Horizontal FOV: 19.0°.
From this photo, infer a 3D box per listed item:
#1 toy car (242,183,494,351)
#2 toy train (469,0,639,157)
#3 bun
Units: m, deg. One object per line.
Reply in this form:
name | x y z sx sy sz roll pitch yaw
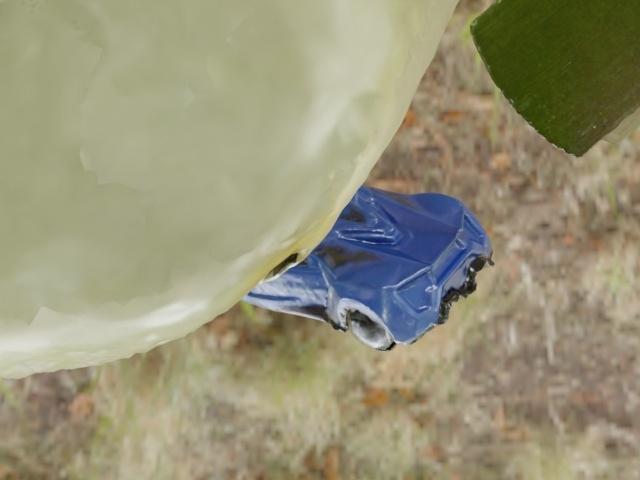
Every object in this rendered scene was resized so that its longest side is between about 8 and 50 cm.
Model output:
toy car | 0.000 0.000 1.122 0.216 0.103 0.063 13 138 38
toy train | 0.150 -0.101 0.852 0.137 0.225 0.090 -40 80 11
bun | -0.070 -0.064 0.413 0.145 0.229 0.229 32 124 -19
